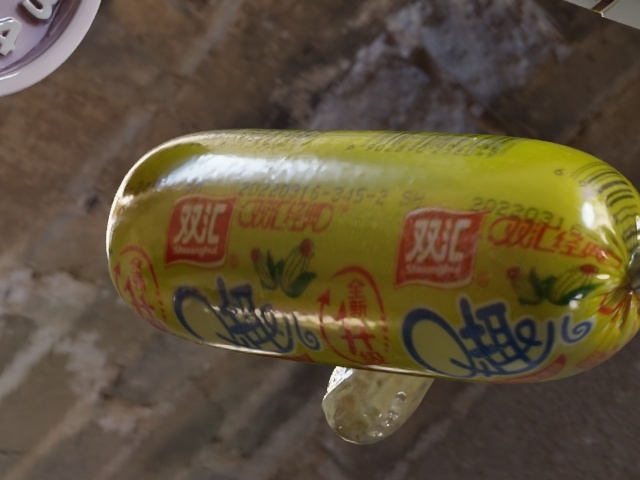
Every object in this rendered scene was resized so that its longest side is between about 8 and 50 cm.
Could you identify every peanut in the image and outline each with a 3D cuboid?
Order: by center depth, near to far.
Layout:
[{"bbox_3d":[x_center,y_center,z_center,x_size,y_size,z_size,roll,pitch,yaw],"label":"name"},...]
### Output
[{"bbox_3d":[0.084,0.106,1.753,0.090,0.098,0.214,39,90,10],"label":"peanut"}]

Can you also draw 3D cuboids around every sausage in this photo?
[{"bbox_3d":[0.024,0.005,0.916,0.347,0.123,0.123,4,76,37],"label":"sausage"}]

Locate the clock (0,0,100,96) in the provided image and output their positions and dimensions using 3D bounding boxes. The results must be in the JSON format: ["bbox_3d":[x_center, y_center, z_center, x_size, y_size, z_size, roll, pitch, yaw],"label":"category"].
[{"bbox_3d":[-0.225,-0.180,1.065,0.068,0.197,0.197,3,75,50],"label":"clock"}]

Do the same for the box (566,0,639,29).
[{"bbox_3d":[0.146,-0.167,0.957,0.084,0.154,0.040,-46,42,39],"label":"box"}]
